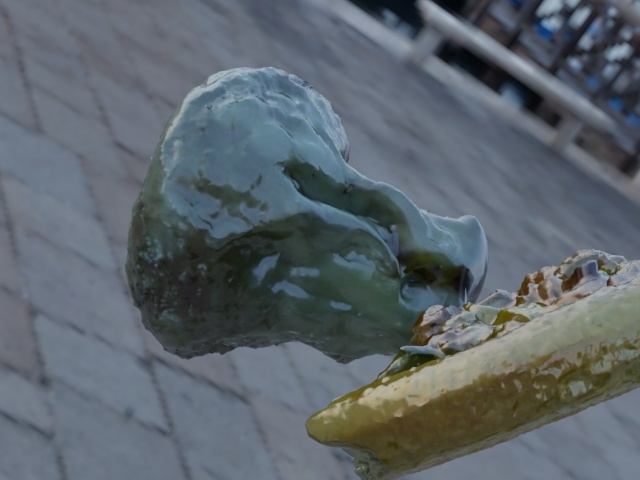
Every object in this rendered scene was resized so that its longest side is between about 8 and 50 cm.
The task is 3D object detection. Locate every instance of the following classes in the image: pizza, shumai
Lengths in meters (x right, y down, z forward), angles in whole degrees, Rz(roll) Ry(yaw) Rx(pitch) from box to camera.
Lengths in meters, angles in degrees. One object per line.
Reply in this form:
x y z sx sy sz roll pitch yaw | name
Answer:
0.160 0.060 1.020 0.258 0.268 0.087 -25 95 -60 | pizza
0.000 0.000 1.202 0.204 0.222 0.272 19 8 31 | shumai
